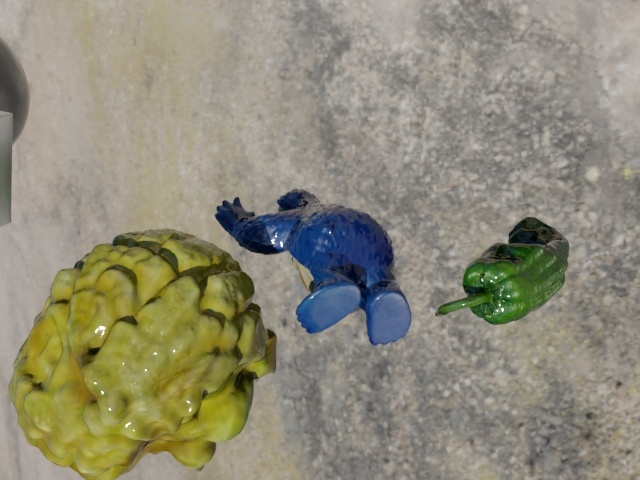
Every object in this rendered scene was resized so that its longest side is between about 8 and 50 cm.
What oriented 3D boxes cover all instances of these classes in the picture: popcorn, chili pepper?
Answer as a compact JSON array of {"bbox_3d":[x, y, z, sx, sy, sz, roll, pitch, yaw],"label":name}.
[{"bbox_3d":[-0.173,0.116,0.783,0.258,0.270,0.224,92,155,-49],"label":"popcorn"},{"bbox_3d":[0.211,0.029,0.837,0.100,0.257,0.074,12,106,27],"label":"chili pepper"}]

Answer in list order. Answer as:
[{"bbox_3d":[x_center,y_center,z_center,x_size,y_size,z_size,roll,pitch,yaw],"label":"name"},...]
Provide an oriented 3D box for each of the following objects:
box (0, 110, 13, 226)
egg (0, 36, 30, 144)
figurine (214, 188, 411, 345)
[{"bbox_3d":[-0.261,-0.033,0.500,0.040,0.154,0.084,11,110,15],"label":"box"},{"bbox_3d":[-0.414,-0.164,0.852,0.232,0.176,0.176,170,92,-82],"label":"egg"},{"bbox_3d":[0.008,0.005,0.868,0.121,0.164,0.262,-58,44,14],"label":"figurine"}]
